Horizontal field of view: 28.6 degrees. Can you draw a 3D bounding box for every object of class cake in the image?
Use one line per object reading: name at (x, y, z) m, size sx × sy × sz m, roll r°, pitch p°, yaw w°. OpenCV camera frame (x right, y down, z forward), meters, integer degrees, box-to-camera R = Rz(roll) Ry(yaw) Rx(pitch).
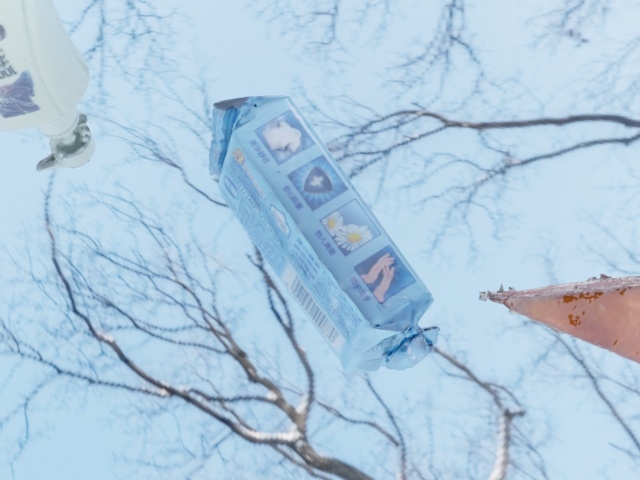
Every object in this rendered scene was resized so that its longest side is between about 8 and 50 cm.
cake at (0.297, 0.065, 1.206) m, size 0.287 × 0.098 × 0.135 m, roll 12°, pitch -76°, yaw 6°

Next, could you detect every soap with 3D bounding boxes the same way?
soap at (0.000, 0.000, 1.173) m, size 0.077 × 0.156 × 0.293 m, roll -31°, pitch -100°, yaw -19°

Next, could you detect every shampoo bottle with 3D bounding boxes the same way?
shampoo bottle at (-0.107, -0.068, 0.435) m, size 0.049 × 0.034 × 0.141 m, roll -34°, pitch -29°, yaw -8°
